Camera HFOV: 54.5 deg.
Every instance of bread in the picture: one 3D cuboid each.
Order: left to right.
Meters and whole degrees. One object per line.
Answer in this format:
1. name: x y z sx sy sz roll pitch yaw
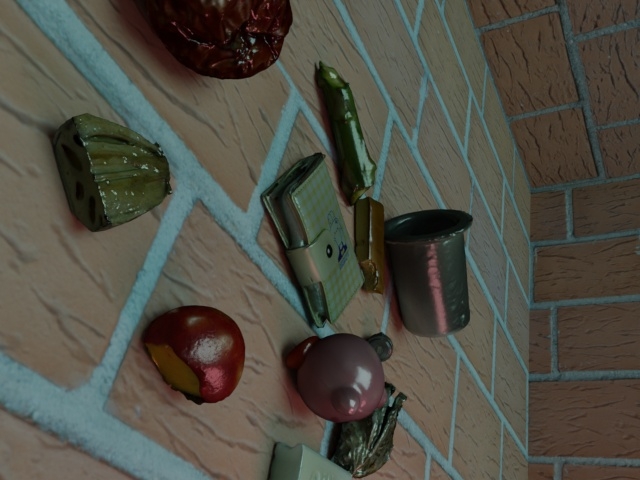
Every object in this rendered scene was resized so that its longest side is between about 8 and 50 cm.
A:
1. bread: 0.120 0.014 1.500 0.088 0.049 0.226 27 60 -56

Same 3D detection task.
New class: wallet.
1. wallet: 0.000 0.000 1.271 0.223 0.077 0.310 -56 132 -56

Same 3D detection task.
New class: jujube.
1. jujube: -0.155 -0.359 0.939 0.232 0.212 0.213 56 35 -65

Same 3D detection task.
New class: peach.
1. peach: -0.171 0.148 0.883 0.118 0.151 0.151 -62 172 35

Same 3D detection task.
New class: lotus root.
1. lotus root: -0.265 -0.083 0.805 0.144 0.070 0.143 -9 85 -57

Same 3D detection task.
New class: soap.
1. soap: -0.018 0.450 1.116 0.198 0.066 0.119 49 44 -45

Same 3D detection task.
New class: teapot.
1. teapot: 0.138 0.257 1.466 0.057 0.066 0.088 -55 154 -74

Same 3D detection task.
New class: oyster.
1. oyster: 0.102 0.403 1.325 0.267 0.112 0.199 3 101 -69

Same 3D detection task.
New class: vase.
1. vase: 0.292 0.087 1.615 0.245 0.244 0.291 -41 123 -57

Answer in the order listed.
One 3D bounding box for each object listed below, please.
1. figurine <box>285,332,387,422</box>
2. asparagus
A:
1. figurine: 0.040 0.259 1.167 0.173 0.173 0.173 24 62 -57
2. asparagus: 0.061 -0.248 1.434 0.082 0.085 0.343 -21 104 -36
